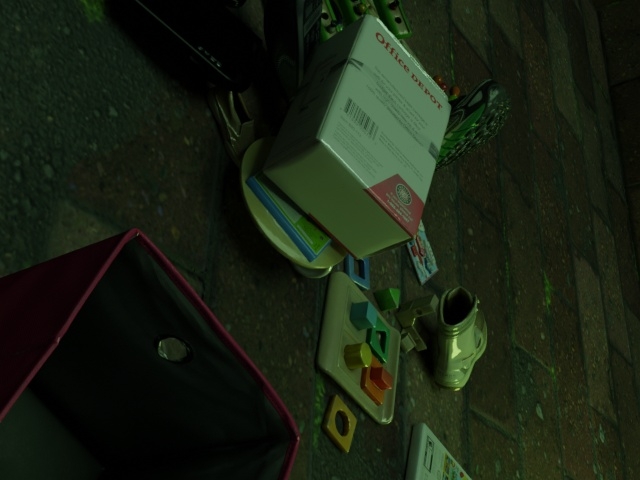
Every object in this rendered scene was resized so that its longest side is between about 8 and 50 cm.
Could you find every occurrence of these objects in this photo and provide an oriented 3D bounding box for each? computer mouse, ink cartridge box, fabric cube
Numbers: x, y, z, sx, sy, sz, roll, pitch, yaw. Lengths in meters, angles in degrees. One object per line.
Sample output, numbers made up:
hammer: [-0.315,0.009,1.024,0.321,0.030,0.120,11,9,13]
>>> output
computer mouse: [-0.048,-0.285,1.294,0.188,0.072,0.272,-60,158,-55]
ink cartridge box: [0.063,-0.149,1.229,0.207,0.117,0.283,43,46,-25]
fabric cube: [-0.212,0.187,0.675,0.254,0.258,0.259,55,35,-26]

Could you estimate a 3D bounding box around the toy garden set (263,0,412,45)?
toy garden set: [0.022,-0.421,1.428,0.244,0.049,0.204,-16,80,-27]

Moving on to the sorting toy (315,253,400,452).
sorting toy: [0.074,0.168,1.349,0.196,0.047,0.347,46,41,-38]

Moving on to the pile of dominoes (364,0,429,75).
pile of dominoes: [0.127,-0.400,1.668,0.251,0.040,0.196,50,14,-19]

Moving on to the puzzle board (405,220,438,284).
puzzle board: [0.189,0.011,1.645,0.096,0.011,0.128,-30,102,-58]

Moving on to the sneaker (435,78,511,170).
sneaker: [0.172,-0.185,1.432,0.134,0.343,0.146,-29,91,-36]

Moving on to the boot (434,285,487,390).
boot: [0.259,0.148,1.577,0.213,0.077,0.165,-55,148,-49]

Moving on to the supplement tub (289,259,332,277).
supplement tub: [0.000,0.000,1.288,0.071,0.071,0.107,59,34,-23]

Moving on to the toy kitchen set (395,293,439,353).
toy kitchen set: [0.177,0.153,1.494,0.083,0.075,0.068,58,35,-17]

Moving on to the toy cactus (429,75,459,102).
toy cactus: [0.197,-0.273,1.735,0.180,0.112,0.219,30,52,-25]

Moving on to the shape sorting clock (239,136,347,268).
shape sorting clock: [-0.033,-0.054,1.214,0.206,0.040,0.206,23,52,-33]

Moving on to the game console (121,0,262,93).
game console: [-0.160,-0.370,1.208,0.213,0.044,0.361,38,40,-29]

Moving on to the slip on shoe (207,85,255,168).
slip on shoe: [-0.112,-0.157,1.211,0.051,0.041,0.135,-38,108,-57]

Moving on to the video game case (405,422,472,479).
video game case: [0.195,0.454,1.429,0.206,0.026,0.227,52,36,-32]

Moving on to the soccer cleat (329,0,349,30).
soccer cleat: [0.016,-0.446,1.511,0.121,0.093,0.289,21,58,-45]
